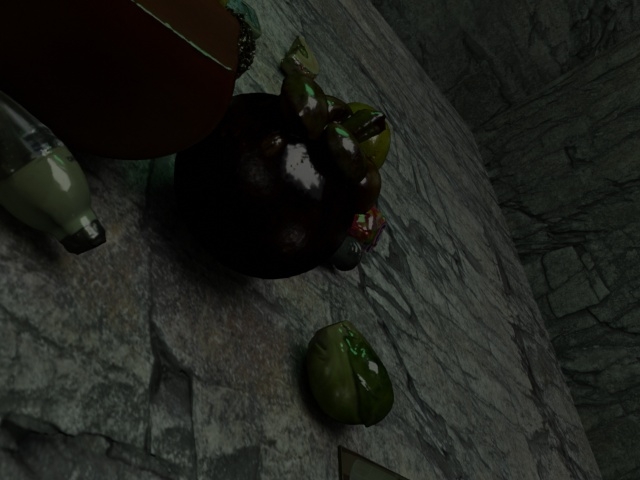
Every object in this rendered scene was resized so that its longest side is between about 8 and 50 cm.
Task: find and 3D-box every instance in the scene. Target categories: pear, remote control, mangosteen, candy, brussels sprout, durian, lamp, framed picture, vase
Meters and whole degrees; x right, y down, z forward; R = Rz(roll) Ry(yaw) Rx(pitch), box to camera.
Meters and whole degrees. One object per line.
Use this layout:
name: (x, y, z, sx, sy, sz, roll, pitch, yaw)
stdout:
pear: (0.084, -0.248, 1.699, 0.198, 0.198, 0.198, 44, 28, -32)
remote control: (-0.229, -0.576, 1.627, 0.234, 0.038, 0.098, 25, 42, -54)
mangosteen: (-0.054, -0.103, 1.050, 0.307, 0.347, 0.306, 48, 22, -26)
candy: (-0.009, -0.105, 1.474, 0.365, 0.124, 0.124, 41, 29, -20)
brussels sprout: (0.050, 0.231, 1.141, 0.183, 0.131, 0.145, 59, 18, -15)
durian: (-0.220, -0.389, 1.309, 0.196, 0.167, 0.196, 41, 5, -4)
lamp: (-0.340, -0.088, 0.779, 0.250, 0.101, 0.101, 54, 24, -7)
framed picture: (0.105, 0.439, 1.130, 0.201, 0.010, 0.135, 36, 33, -29)
vase: (0.000, 0.000, 1.353, 0.237, 0.116, 0.115, 25, 41, -55)

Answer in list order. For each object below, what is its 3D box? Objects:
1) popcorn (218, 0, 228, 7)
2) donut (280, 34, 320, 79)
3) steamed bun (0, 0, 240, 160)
popcorn: (-0.284, -0.452, 1.112, 0.282, 0.282, 0.246, -78, 167, -57)
donut: (-0.055, -0.477, 1.820, 0.108, 0.065, 0.166, 49, 25, -25)
steamed bun: (-0.302, -0.265, 0.873, 0.379, 0.248, 0.234, 32, 33, -30)
